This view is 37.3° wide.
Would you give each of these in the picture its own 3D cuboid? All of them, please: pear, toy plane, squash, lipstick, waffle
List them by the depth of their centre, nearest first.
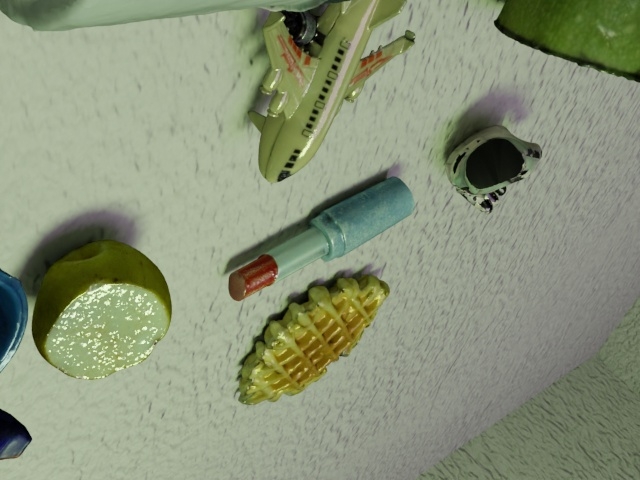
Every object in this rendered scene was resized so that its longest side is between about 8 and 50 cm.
[{"bbox_3d":[-0.001,-0.164,0.914,0.229,0.092,0.244,-7,139,-54],"label":"toy plane"},{"bbox_3d":[-0.222,0.061,0.947,0.141,0.104,0.141,-15,126,-21],"label":"pear"},{"bbox_3d":[0.371,-0.343,1.009,0.310,0.310,0.308,-16,125,-43],"label":"squash"},{"bbox_3d":[0.000,0.000,1.211,0.274,0.061,0.068,-29,154,-26],"label":"lipstick"},{"bbox_3d":[-0.013,0.157,1.455,0.250,0.056,0.261,-18,148,-41],"label":"waffle"}]

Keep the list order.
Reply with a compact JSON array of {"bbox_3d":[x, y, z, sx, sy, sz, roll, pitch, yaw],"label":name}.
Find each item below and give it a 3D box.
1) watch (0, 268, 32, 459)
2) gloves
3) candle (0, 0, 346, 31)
[{"bbox_3d":[-0.331,0.084,0.779,0.200,0.171,0.196,-61,163,13],"label":"watch"},{"bbox_3d":[0.244,-0.110,1.349,0.127,0.111,0.212,-51,-178,9],"label":"gloves"},{"bbox_3d":[-0.090,-0.229,0.532,0.343,0.221,0.221,-20,147,-38],"label":"candle"}]
